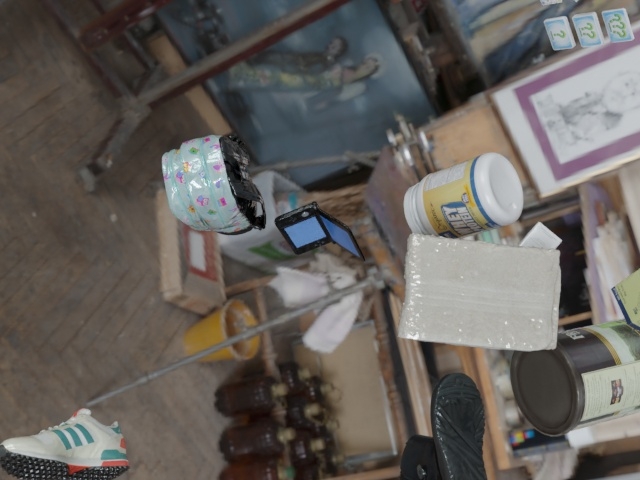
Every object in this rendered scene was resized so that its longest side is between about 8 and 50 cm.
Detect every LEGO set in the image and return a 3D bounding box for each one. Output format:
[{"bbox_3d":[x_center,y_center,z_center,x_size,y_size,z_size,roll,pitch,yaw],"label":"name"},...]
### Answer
[{"bbox_3d":[0.525,-0.497,1.728,0.060,0.182,0.244,-52,128,-31],"label":"LEGO set"}]

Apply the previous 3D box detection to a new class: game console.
[{"bbox_3d":[0.000,0.000,1.306,0.122,0.107,0.071,60,9,-59],"label":"game console"}]

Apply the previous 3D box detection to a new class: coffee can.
[{"bbox_3d":[0.563,0.275,1.728,0.275,0.201,0.201,-7,77,-26],"label":"coffee can"}]

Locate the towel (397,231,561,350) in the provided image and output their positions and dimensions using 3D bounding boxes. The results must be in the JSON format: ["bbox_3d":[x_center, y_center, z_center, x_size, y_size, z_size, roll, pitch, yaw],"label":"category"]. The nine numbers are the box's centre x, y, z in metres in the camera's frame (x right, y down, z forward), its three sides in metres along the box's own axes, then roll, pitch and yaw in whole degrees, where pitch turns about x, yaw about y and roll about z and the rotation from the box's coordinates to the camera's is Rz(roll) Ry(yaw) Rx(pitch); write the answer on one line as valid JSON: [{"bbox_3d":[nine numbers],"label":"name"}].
[{"bbox_3d":[0.277,0.091,1.445,0.049,0.282,0.187,142,-45,-80],"label":"towel"}]

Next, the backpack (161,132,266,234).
[{"bbox_3d":[-0.149,-0.076,1.167,0.182,0.115,0.152,50,19,-84],"label":"backpack"}]

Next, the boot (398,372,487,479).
[{"bbox_3d":[0.202,0.353,1.457,0.094,0.207,0.246,-6,85,-21],"label":"boot"}]

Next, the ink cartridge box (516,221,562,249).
[{"bbox_3d":[0.372,0.042,1.548,0.056,0.135,0.099,41,-8,9],"label":"ink cartridge box"}]

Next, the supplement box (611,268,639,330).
[{"bbox_3d":[0.556,0.099,1.422,0.056,0.083,0.083,25,37,-31],"label":"supplement box"}]

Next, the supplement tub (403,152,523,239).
[{"bbox_3d":[0.278,-0.078,1.642,0.144,0.199,0.144,20,62,-42],"label":"supplement tub"}]

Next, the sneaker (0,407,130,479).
[{"bbox_3d":[-0.293,0.229,0.955,0.161,0.057,0.075,19,44,-41],"label":"sneaker"}]
